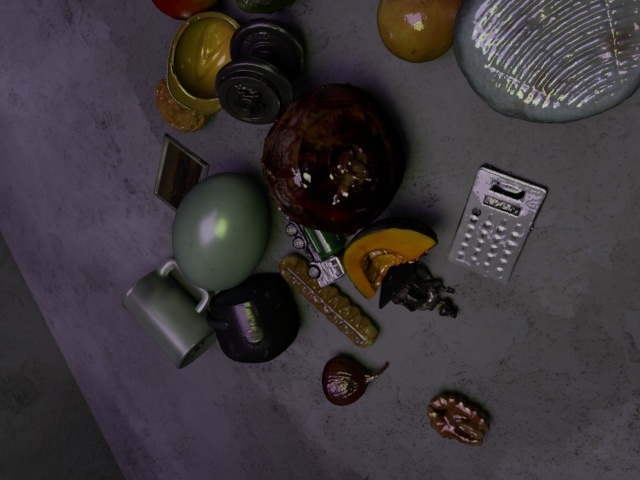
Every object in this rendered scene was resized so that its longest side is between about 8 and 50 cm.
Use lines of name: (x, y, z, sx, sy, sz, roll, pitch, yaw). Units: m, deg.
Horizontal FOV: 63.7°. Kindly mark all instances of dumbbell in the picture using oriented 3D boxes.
dumbbell: (-0.143, -0.404, 1.239, 0.191, 0.290, 0.192, 7, 146, 5)

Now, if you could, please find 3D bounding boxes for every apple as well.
apple: (0.204, -0.449, 1.043, 0.182, 0.183, 0.155, 20, 151, 25)

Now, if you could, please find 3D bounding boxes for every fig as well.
fig: (0.109, 0.422, 1.543, 0.201, 0.134, 0.146, -9, 116, 27)

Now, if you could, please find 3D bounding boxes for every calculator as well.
calculator: (0.404, -0.035, 1.193, 0.161, 0.021, 0.262, 24, 123, 22)

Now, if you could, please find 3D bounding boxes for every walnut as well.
walnut: (0.380, 0.490, 1.424, 0.170, 0.069, 0.143, 26, 122, 20)

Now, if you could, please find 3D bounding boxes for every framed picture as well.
framed picture: (-0.470, -0.197, 1.703, 0.197, 0.014, 0.252, 36, 127, 15)

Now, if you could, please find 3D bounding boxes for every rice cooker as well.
rice cooker: (-0.203, 0.243, 1.588, 0.267, 0.267, 0.225, -5, 112, 35)

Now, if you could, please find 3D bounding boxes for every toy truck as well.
toy truck: (0.000, 0.000, 1.431, 0.124, 0.101, 0.243, -25, 94, 27)

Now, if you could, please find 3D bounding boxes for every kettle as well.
kettle: (-0.521, 0.258, 1.834, 0.318, 0.205, 0.265, 43, 131, 12)

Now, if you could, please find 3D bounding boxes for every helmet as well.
helmet: (-0.302, -0.476, 1.371, 0.205, 0.140, 0.257, 22, 105, -24)

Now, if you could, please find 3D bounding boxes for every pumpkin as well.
pumpkin: (0.137, 0.007, 1.272, 0.169, 0.148, 0.312, 23, 137, -15)

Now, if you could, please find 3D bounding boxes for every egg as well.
egg: (-0.288, -0.022, 1.496, 0.276, 0.276, 0.389, 36, 127, 14)

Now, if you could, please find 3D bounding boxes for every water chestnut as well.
water chestnut: (0.027, -0.183, 1.221, 0.349, 0.302, 0.351, 0, 95, -4)

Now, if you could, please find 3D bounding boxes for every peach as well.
peach: (-0.350, -0.649, 1.296, 0.197, 0.197, 0.198, 14, 119, 28)

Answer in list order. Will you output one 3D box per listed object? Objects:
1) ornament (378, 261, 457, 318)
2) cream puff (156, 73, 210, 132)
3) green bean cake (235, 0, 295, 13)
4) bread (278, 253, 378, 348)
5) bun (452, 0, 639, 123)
ornament: (0.271, 0.128, 1.328, 0.196, 0.153, 0.166, 31, 130, -11)
cream puff: (-0.399, -0.402, 1.488, 0.188, 0.129, 0.189, 16, 123, 27)
green bean cake: (-0.109, -0.669, 1.150, 0.249, 0.156, 0.247, -20, 101, 38)
bread: (0.021, 0.173, 1.510, 0.367, 0.077, 0.084, 42, 129, 11)
bun: (0.421, -0.374, 0.909, 0.354, 0.194, 0.355, 12, 121, 21)
